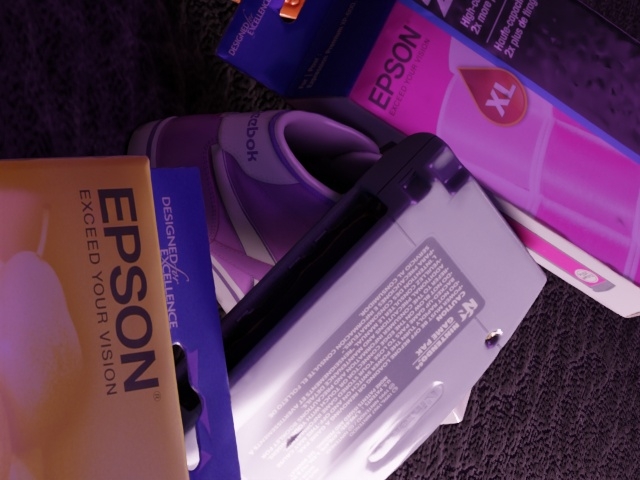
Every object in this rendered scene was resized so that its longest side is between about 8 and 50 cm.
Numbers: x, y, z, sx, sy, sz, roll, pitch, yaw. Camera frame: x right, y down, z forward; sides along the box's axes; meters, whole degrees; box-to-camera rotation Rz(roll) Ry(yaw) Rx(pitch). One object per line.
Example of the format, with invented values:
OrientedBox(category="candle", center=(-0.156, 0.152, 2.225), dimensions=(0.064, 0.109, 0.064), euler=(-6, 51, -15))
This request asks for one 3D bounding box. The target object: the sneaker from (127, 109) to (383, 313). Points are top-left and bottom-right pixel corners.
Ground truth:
OrientedBox(category="sneaker", center=(0.000, 0.001, 1.161), dimensions=(0.282, 0.161, 0.102), euler=(44, 44, -51))

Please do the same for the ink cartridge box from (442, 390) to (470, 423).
OrientedBox(category="ink cartridge box", center=(0.075, 0.061, 1.388), dimensions=(0.180, 0.060, 0.104), euler=(62, 34, -32))

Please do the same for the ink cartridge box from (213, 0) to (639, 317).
OrientedBox(category="ink cartridge box", center=(0.122, -0.111, 1.158), dimensions=(0.371, 0.069, 0.175), euler=(31, 68, -13))

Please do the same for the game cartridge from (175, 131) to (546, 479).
OrientedBox(category="game cartridge", center=(0.016, 0.086, 1.104), dimensions=(0.297, 0.062, 0.198), euler=(-45, 141, -3))

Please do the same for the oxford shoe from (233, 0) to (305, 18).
OrientedBox(category="oxford shoe", center=(-0.017, -0.241, 1.258), dimensions=(0.364, 0.133, 0.130), euler=(-4, 104, -45))

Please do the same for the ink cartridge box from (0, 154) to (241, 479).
OrientedBox(category="ink cartridge box", center=(-0.143, 0.106, 0.883), dimensions=(0.307, 0.072, 0.303), euler=(-6, 87, -44))
